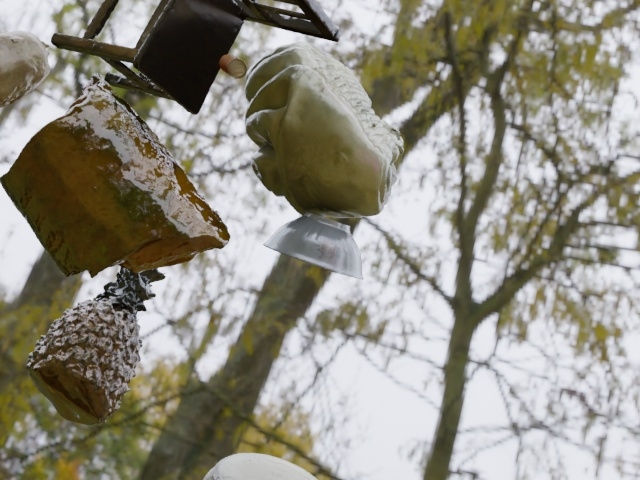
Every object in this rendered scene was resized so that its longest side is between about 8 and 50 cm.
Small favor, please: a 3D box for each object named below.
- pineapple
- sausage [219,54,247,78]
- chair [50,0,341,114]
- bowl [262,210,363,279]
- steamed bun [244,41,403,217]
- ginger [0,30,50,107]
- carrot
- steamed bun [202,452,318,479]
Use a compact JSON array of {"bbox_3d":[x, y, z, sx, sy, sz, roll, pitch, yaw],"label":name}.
[{"bbox_3d":[-0.413,0.175,2.233,0.202,0.362,0.202,19,-37,15],"label":"pineapple"},{"bbox_3d":[-0.136,-0.268,1.764,0.031,0.031,0.107,28,5,-18],"label":"sausage"},{"bbox_3d":[-0.212,-0.343,1.953,0.416,0.241,0.203,25,-7,31],"label":"chair"},{"bbox_3d":[0.000,0.000,2.013,0.189,0.086,0.189,20,1,0],"label":"bowl"},{"bbox_3d":[-0.011,-0.181,2.099,0.352,0.339,0.247,46,-73,-1],"label":"steamed bun"},{"bbox_3d":[-0.579,-0.301,2.019,0.267,0.152,0.138,-7,-18,-46],"label":"ginger"},{"bbox_3d":[-0.318,-0.061,1.730,0.341,0.241,0.241,52,-32,3],"label":"carrot"},{"bbox_3d":[-0.096,0.460,1.876,0.231,0.232,0.145,19,-72,-2],"label":"steamed bun"}]
